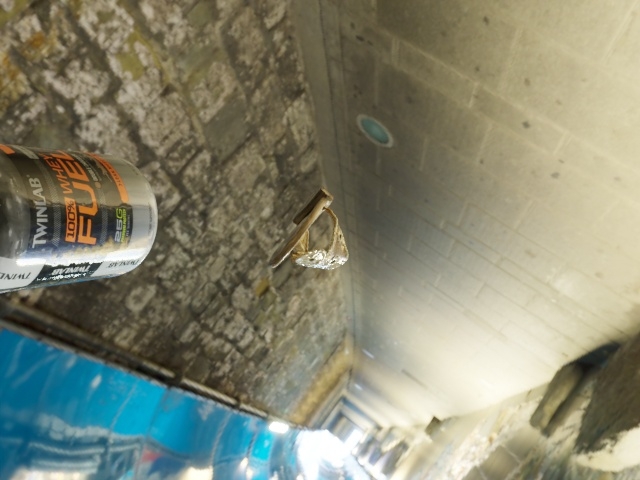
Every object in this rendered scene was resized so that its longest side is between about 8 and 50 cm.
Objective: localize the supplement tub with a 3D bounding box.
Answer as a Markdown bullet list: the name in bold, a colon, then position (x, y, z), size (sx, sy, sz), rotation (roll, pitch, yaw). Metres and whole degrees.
- **supplement tub**: position (-0.420, -0.033, 0.879), size (0.207, 0.207, 0.338), rotation (33, -163, 19)

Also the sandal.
- **sandal**: position (0.004, -0.005, 0.755), size (0.079, 0.088, 0.240), rotation (41, -163, -7)
